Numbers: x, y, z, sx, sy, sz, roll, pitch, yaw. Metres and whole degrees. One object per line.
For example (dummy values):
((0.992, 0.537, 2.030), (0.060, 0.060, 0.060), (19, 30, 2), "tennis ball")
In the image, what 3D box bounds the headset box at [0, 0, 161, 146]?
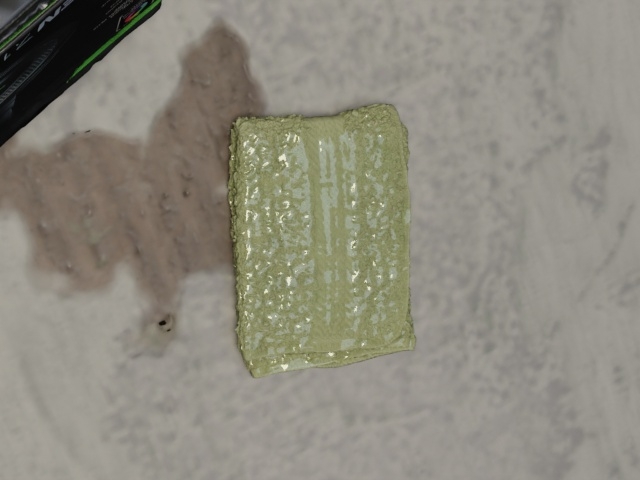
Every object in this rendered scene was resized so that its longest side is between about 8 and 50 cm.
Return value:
((-0.187, -0.099, 0.726), (0.246, 0.283, 0.131), (-44, 94, -13), "headset box")

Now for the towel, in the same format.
((0.000, 0.000, 0.941), (0.110, 0.027, 0.148), (-7, 100, -20), "towel")
